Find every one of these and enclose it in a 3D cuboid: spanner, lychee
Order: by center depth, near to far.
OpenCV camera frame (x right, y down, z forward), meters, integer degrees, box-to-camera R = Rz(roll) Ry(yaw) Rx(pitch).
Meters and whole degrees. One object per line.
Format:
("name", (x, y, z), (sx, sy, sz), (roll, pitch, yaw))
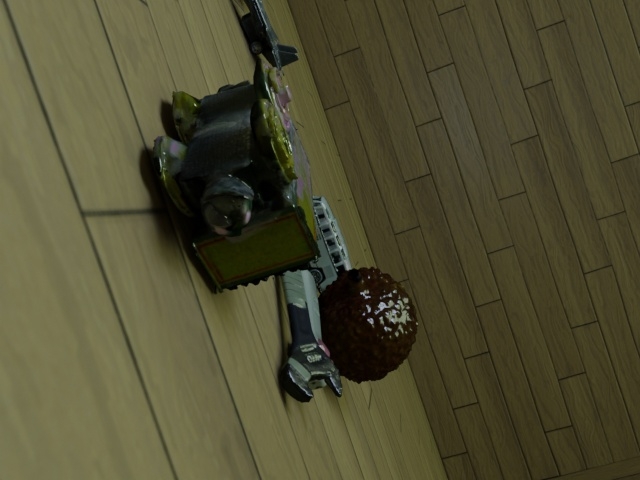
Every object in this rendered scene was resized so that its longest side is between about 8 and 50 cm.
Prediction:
("spanner", (-0.030, 0.092, 0.775), (0.087, 0.024, 0.316), (16, 36, -26))
("lychee", (0.076, 0.137, 0.920), (0.200, 0.199, 0.238), (-98, 179, -51))

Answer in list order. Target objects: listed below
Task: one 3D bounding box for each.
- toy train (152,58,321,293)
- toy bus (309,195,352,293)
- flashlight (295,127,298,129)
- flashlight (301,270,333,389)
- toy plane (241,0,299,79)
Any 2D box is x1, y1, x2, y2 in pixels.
("toy train", (-0.078, -0.076, 0.578), (0.261, 0.133, 0.178), (-96, 165, -54))
("toy bus", (0.000, 0.000, 1.051), (0.087, 0.088, 0.194), (-56, 126, -79))
("flashlight", (-0.092, -0.272, 1.234), (0.110, 0.052, 0.031), (26, 81, -69))
("flashlight", (-0.018, 0.125, 0.817), (0.093, 0.047, 0.201), (60, 15, -47))
("toy plane", (-0.149, -0.508, 1.225), (0.267, 0.088, 0.212), (54, 17, -38))
